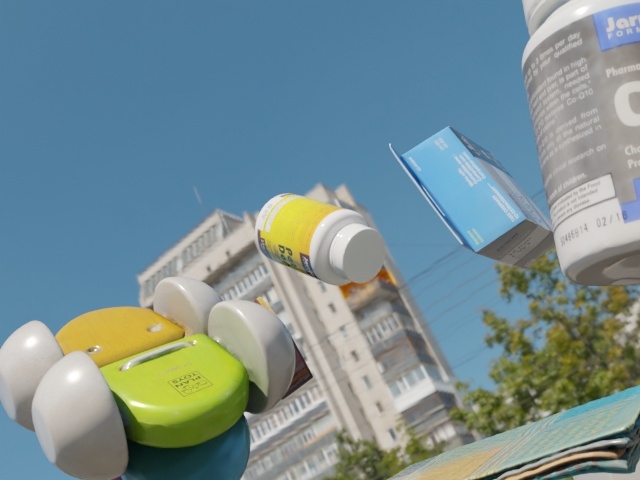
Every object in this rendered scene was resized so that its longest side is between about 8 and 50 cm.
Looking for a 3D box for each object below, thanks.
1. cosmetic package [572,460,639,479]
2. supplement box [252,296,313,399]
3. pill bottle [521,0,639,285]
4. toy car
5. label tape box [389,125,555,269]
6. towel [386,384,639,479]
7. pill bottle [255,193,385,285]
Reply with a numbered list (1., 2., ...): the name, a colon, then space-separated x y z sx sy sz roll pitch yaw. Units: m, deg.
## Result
1. cosmetic package: 0.411 0.362 0.958 0.127 0.238 0.107 -6 -32 -12
2. supplement box: -0.095 0.211 1.540 0.080 0.104 0.188 -35 -40 -11
3. pill bottle: 0.129 -0.056 0.335 0.078 0.137 0.078 -6 -17 -2
4. toy car: -0.109 0.110 0.518 0.159 0.182 0.136 -17 -71 -34
5. label tape box: 0.304 -0.087 1.527 0.115 0.249 0.347 -43 -28 18
6. towel: 0.187 0.235 0.830 0.370 0.040 0.271 -31 -14 33
7. pill bottle: 0.000 0.000 1.234 0.117 0.215 0.117 -11 -71 -36
